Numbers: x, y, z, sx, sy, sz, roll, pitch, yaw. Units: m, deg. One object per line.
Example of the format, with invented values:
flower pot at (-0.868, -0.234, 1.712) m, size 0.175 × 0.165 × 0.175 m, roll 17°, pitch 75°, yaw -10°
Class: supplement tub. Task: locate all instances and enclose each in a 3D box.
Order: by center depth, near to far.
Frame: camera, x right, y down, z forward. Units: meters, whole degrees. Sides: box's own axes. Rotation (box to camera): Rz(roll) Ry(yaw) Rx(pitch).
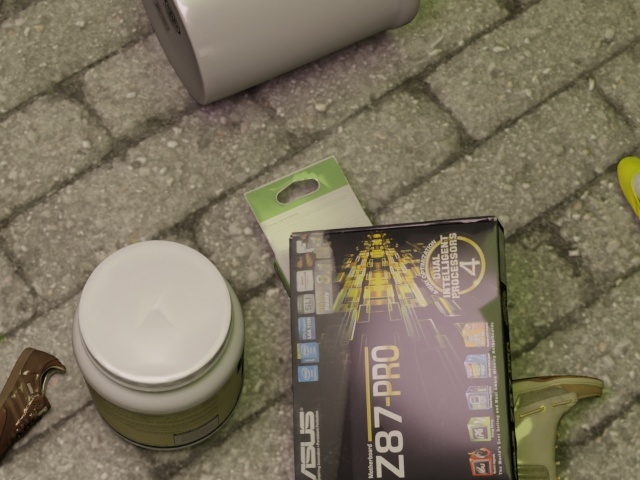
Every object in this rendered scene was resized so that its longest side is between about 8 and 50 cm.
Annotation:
supplement tub at (-0.225, 0.152, 1.691) m, size 0.235 × 0.325 × 0.235 m, roll 2°, pitch 67°, yaw -4°

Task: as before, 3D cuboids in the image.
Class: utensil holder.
utensil holder at (-0.081, -0.434, 1.953) m, size 0.385 × 0.327 × 0.328 m, roll -26°, pitch 71°, yaw -13°

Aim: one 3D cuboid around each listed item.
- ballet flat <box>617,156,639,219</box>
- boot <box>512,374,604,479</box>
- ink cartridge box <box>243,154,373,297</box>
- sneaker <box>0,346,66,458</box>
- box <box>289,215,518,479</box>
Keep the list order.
ballet flat at (0.561, -0.050, 1.966) m, size 0.077 × 0.077 × 0.231 m, roll -14°, pitch 69°, yaw -9°
boot at (0.347, 0.288, 1.806) m, size 0.213 × 0.077 × 0.165 m, roll -1°, pitch 81°, yaw -30°
ink cartridge box at (0.000, 0.000, 1.917) m, size 0.171 × 0.056 × 0.235 m, roll -24°, pitch 70°, yaw -13°
sneaker at (-0.443, 0.251, 1.775) m, size 0.071 × 0.066 × 0.188 m, roll 18°, pitch 68°, yaw 3°
box at (0.119, 0.173, 1.750) m, size 0.318 × 0.097 × 0.395 m, roll -4°, pitch 78°, yaw 16°
